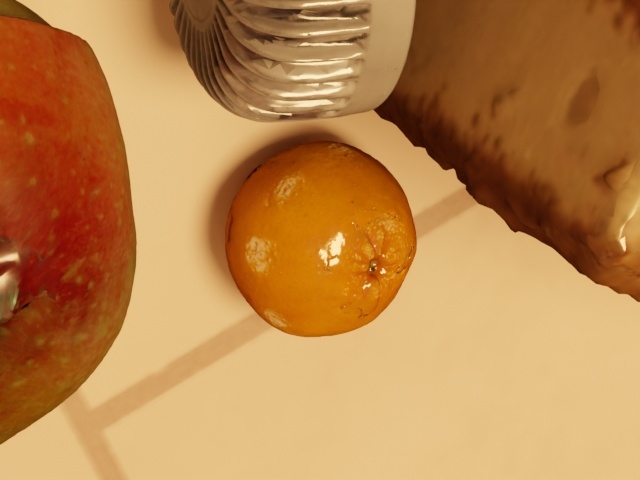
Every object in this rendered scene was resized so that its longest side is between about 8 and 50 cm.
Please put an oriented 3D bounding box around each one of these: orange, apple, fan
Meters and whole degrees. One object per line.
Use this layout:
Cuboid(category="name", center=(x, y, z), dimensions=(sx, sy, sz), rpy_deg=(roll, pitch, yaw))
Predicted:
Cuboid(category="orange", center=(0.000, 0.000, 0.718), dimensions=(0.083, 0.070, 0.083), rpy_deg=(-14, 117, -29))
Cuboid(category="apple", center=(-0.170, -0.002, 0.561), dimensions=(0.188, 0.174, 0.207), rpy_deg=(-11, 162, -45))
Cuboid(category="fan", center=(-0.017, -0.164, 0.614), dimensions=(0.074, 0.130, 0.244), rpy_deg=(-9, 104, -19))

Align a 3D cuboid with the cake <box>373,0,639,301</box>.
Cuboid(category="cake", center=(0.195, -0.111, 0.651), dimensions=(0.255, 0.282, 0.290), rpy_deg=(19, 103, -31))
